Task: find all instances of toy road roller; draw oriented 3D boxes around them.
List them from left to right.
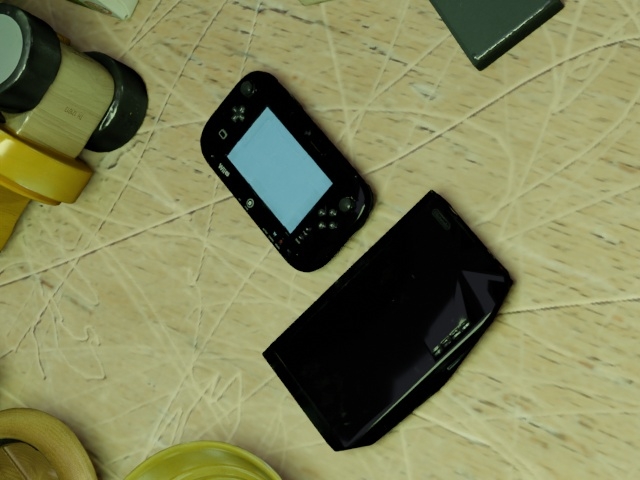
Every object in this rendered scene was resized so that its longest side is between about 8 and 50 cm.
[{"bbox_3d":[-0.360,-0.135,1.594,0.329,0.202,0.241,34,95,30],"label":"toy road roller"}]

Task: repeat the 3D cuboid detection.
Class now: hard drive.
[{"bbox_3d":[0.145,-0.230,1.459,0.094,0.022,0.135,-37,61,13],"label":"hard drive"}]

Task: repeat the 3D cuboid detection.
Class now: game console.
[{"bbox_3d":[0.000,0.000,1.454,0.213,0.044,0.361,-45,59,9],"label":"game console"}]

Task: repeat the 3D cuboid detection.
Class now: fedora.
[{"bbox_3d":[-0.264,0.250,1.498,0.194,0.079,0.194,-5,78,23],"label":"fedora"}]

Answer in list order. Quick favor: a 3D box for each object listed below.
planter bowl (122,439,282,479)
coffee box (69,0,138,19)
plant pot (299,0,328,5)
[{"bbox_3d":[-0.085,0.284,1.385,0.217,0.090,0.217,-9,71,26],"label":"planter bowl"},{"bbox_3d":[-0.328,-0.469,1.598,0.334,0.338,0.338,23,86,32],"label":"coffee box"},{"bbox_3d":[0.008,-0.294,1.507,0.109,0.096,0.109,-8,71,27],"label":"plant pot"}]
